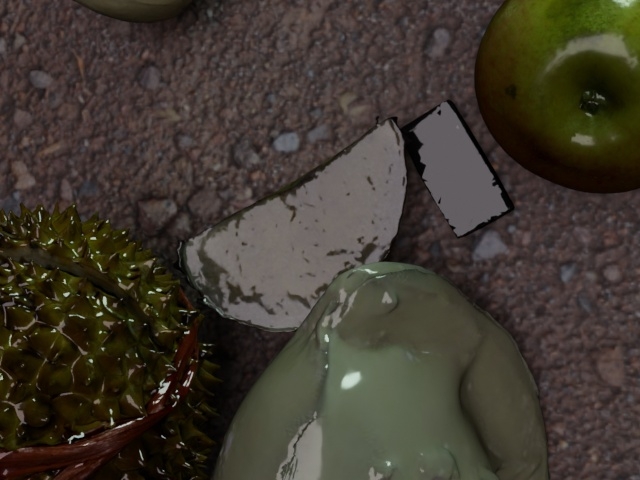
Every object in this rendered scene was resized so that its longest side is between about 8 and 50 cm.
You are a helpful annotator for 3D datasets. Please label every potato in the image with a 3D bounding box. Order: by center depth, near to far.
[{"bbox_3d":[0.000,0.000,0.777,0.243,0.098,0.138,-30,89,10],"label":"potato"}]

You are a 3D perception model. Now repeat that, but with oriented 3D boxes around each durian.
[{"bbox_3d":[-0.245,0.154,0.734,0.348,0.347,0.384,21,105,14],"label":"durian"}]

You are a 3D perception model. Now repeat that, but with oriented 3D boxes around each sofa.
[{"bbox_3d":[0.125,-0.065,0.765,0.060,0.039,0.118,-31,85,15],"label":"sofa"}]

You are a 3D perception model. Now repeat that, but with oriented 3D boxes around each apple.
[{"bbox_3d":[0.220,-0.130,0.652,0.196,0.196,0.195,1,94,16],"label":"apple"}]

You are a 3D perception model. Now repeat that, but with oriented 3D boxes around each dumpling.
[{"bbox_3d":[0.062,0.217,0.736,0.316,0.233,0.394,10,94,-22],"label":"dumpling"}]

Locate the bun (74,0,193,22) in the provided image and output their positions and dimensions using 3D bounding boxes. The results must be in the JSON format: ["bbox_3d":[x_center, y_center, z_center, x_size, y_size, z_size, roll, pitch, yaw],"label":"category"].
[{"bbox_3d":[-0.180,-0.301,0.796,0.193,0.128,0.178,17,99,26],"label":"bun"}]
